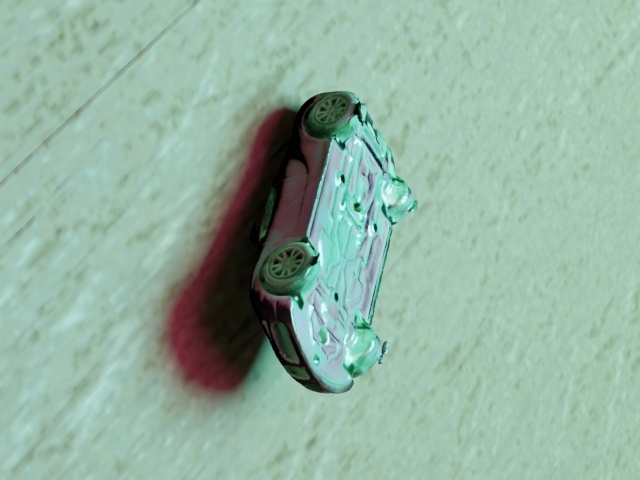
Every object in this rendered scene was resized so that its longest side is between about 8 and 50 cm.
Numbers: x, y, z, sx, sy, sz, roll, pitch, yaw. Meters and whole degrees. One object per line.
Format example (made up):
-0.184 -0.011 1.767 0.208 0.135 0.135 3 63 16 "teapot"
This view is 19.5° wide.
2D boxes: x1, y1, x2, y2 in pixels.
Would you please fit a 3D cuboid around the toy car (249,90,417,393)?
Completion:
0.000 0.000 0.798 0.069 0.055 0.142 56 38 -42 "toy car"
